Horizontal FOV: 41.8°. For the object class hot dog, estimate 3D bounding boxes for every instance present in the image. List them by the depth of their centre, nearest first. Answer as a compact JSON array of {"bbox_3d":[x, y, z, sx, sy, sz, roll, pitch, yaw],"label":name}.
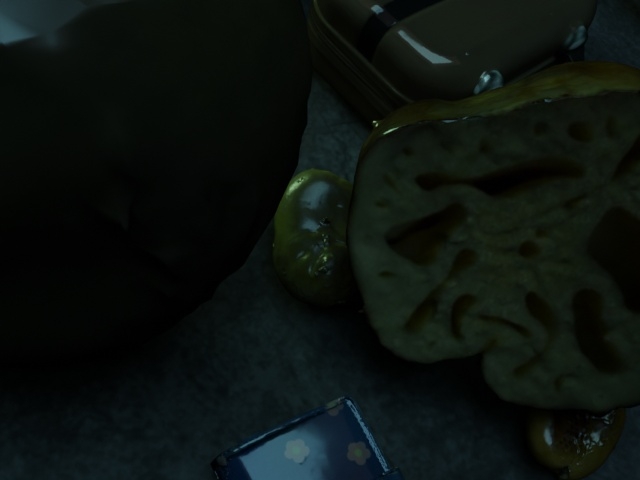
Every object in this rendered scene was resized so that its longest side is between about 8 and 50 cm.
[{"bbox_3d":[0.235,0.153,0.774,0.089,0.060,0.140,25,65,-3],"label":"hot dog"}]

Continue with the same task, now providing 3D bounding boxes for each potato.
[{"bbox_3d":[0.000,0.000,0.794,0.091,0.070,0.138,6,59,-8],"label":"potato"}]

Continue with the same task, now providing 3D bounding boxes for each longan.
[{"bbox_3d":[-0.205,-0.110,0.576,0.404,0.404,0.436,-51,126,-30],"label":"longan"}]

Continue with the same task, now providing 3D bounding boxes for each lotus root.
[{"bbox_3d":[0.171,-0.007,0.737,0.316,0.316,0.250,19,22,-2],"label":"lotus root"}]

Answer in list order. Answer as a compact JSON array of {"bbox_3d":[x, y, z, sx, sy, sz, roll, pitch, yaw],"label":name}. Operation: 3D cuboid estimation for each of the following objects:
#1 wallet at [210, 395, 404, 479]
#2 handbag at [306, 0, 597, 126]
[{"bbox_3d":[0.015,0.235,0.673,0.141,0.059,0.202,-20,67,-25],"label":"wallet"},{"bbox_3d":[0.165,-0.220,0.914,0.302,0.149,0.283,-29,73,-27],"label":"handbag"}]
